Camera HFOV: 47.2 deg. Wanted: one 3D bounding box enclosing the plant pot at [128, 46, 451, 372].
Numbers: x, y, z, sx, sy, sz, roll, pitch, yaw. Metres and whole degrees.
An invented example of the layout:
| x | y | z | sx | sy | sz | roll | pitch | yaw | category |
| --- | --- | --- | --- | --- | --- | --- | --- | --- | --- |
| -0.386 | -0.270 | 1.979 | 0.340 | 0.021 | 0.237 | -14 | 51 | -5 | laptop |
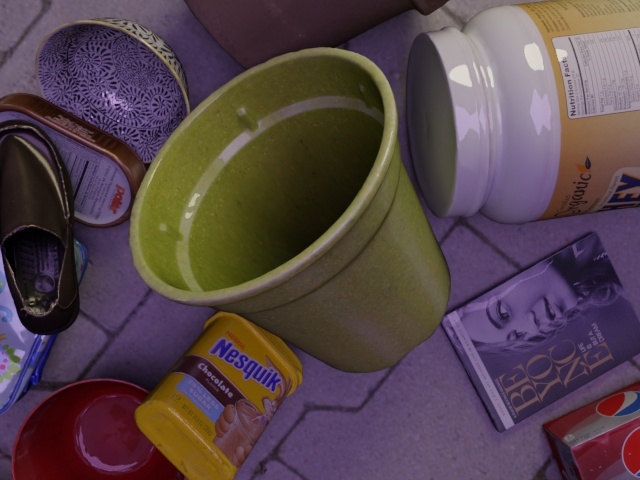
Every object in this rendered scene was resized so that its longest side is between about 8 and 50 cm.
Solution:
| x | y | z | sx | sy | sz | roll | pitch | yaw | category |
| --- | --- | --- | --- | --- | --- | --- | --- | --- | --- |
| 0.000 | 0.000 | 0.727 | 0.276 | 0.276 | 0.254 | -43 | 134 | -1 | plant pot |

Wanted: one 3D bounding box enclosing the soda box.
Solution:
| x | y | z | sx | sy | sz | roll | pitch | yaw | category |
| --- | --- | --- | --- | --- | --- | --- | --- | --- | --- |
| 0.414 | 0.221 | 0.888 | 0.263 | 0.083 | 0.092 | -23 | 97 | -4 | soda box |

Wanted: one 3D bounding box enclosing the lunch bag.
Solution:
| x | y | z | sx | sy | sz | roll | pitch | yaw | category |
| --- | --- | --- | --- | --- | --- | --- | --- | --- | --- |
| -0.364 | 0.070 | 0.791 | 0.176 | 0.090 | 0.219 | 24 | 90 | -7 | lunch bag |

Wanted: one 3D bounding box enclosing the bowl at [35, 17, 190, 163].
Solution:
| x | y | z | sx | sy | sz | roll | pitch | yaw | category |
| --- | --- | --- | --- | --- | --- | --- | --- | --- | --- |
| -0.205 | -0.173 | 0.781 | 0.170 | 0.080 | 0.170 | 11 | 135 | 11 | bowl |

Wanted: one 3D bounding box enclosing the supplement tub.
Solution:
| x | y | z | sx | sy | sz | roll | pitch | yaw | category |
| --- | --- | --- | --- | --- | --- | --- | --- | --- | --- |
| 0.265 | -0.138 | 0.773 | 0.316 | 0.228 | 0.228 | -8 | 95 | -5 | supplement tub |

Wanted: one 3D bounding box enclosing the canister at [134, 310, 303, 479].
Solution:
| x | y | z | sx | sy | sz | roll | pitch | yaw | category |
| --- | --- | --- | --- | --- | --- | --- | --- | --- | --- |
| -0.104 | 0.163 | 0.781 | 0.126 | 0.170 | 0.073 | 48 | 127 | -8 | canister |

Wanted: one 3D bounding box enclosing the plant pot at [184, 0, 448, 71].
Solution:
| x | y | z | sx | sy | sz | roll | pitch | yaw | category |
| --- | --- | --- | --- | --- | --- | --- | --- | --- | --- |
| -0.016 | -0.289 | 0.742 | 0.229 | 0.263 | 0.263 | -38 | 97 | 16 | plant pot |

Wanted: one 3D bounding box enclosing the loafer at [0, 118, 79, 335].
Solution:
| x | y | z | sx | sy | sz | roll | pitch | yaw | category |
| --- | --- | --- | --- | --- | --- | --- | --- | --- | --- |
| -0.278 | -0.018 | 0.720 | 0.080 | 0.078 | 0.220 | -14 | 87 | -18 | loafer |

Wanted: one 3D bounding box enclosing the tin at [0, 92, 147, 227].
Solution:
| x | y | z | sx | sy | sz | roll | pitch | yaw | category |
| --- | --- | --- | --- | --- | --- | --- | --- | --- | --- |
| -0.281 | -0.083 | 0.794 | 0.190 | 0.040 | 0.106 | 27 | 124 | -7 | tin |

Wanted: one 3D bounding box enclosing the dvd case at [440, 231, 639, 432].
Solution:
| x | y | z | sx | sy | sz | roll | pitch | yaw | category |
| --- | --- | --- | --- | --- | --- | --- | --- | --- | --- |
| 0.276 | 0.112 | 0.898 | 0.221 | 0.018 | 0.164 | -28 | 97 | -3 | dvd case |

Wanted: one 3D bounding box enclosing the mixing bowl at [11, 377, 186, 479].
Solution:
| x | y | z | sx | sy | sz | roll | pitch | yaw | category |
| --- | --- | --- | --- | --- | --- | --- | --- | --- | --- |
| -0.234 | 0.230 | 0.813 | 0.181 | 0.098 | 0.181 | 0 | 94 | -5 | mixing bowl |
